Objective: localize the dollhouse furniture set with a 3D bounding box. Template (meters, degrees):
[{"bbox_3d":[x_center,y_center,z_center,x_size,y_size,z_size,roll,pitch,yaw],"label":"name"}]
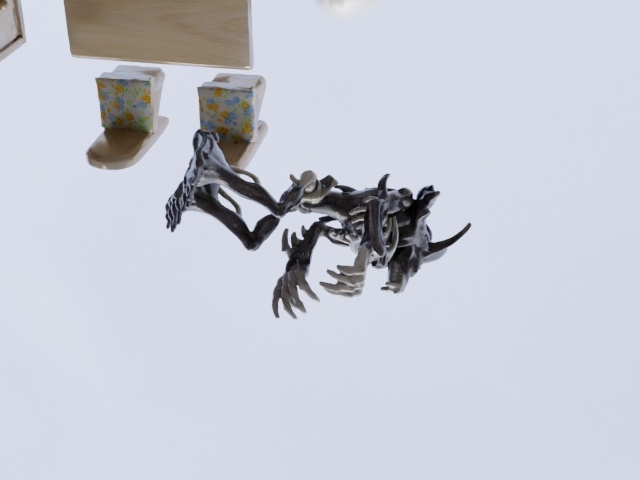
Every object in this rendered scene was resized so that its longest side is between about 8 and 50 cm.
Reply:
[{"bbox_3d":[-0.278,-0.247,1.258,0.394,0.362,0.256,6,-149,12],"label":"dollhouse furniture set"}]

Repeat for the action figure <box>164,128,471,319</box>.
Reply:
[{"bbox_3d":[0.000,0.000,1.013,0.276,0.164,0.140,17,-116,-16],"label":"action figure"}]

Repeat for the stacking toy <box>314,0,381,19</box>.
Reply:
[{"bbox_3d":[0.091,-0.519,1.444,0.351,0.351,0.479,33,-66,34],"label":"stacking toy"}]
